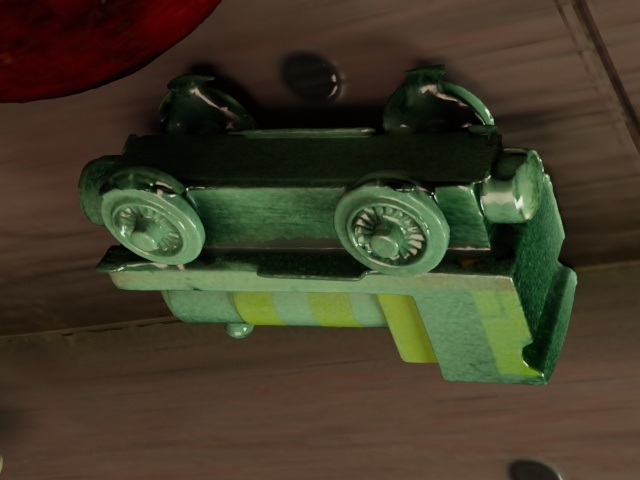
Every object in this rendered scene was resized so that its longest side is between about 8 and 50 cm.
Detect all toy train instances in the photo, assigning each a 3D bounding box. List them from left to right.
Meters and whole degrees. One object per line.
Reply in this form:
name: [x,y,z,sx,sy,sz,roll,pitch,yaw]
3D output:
toy train: [0.000,-0.001,0.687,0.200,0.083,0.132,2,136,26]

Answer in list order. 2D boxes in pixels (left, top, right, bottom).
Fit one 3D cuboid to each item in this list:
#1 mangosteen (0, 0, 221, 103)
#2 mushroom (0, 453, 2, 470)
mangosteen: [-0.112,-0.177,0.495,0.235,0.235,0.261,22,95,6]
mushroom: [-0.308,0.116,0.953,0.278,0.099,0.096,7,129,26]
